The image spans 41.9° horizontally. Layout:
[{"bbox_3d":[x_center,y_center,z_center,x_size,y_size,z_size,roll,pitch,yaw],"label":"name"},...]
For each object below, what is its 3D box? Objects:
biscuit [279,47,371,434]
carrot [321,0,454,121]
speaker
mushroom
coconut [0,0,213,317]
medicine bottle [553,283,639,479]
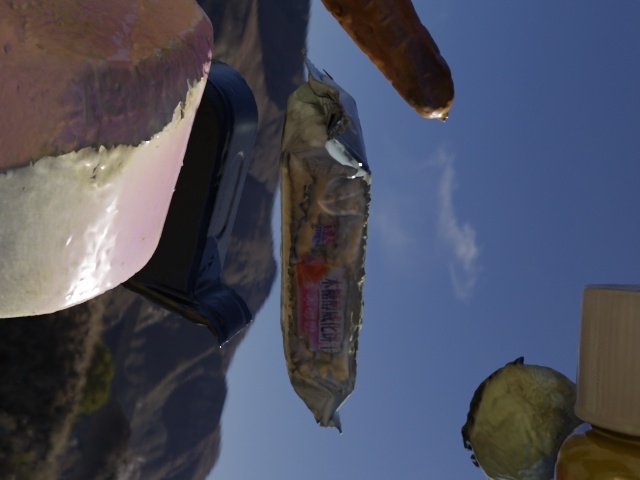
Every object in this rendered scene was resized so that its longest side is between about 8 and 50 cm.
[{"bbox_3d":[0.000,0.002,0.754,0.186,0.079,0.309,-101,-168,-64],"label":"biscuit"},{"bbox_3d":[0.019,-0.158,0.486,0.061,0.209,0.061,-32,-167,8],"label":"carrot"},{"bbox_3d":[-0.167,-0.064,1.240,0.180,0.184,0.388,-39,145,-70],"label":"speaker"},{"bbox_3d":[0.347,0.268,1.128,0.247,0.344,0.130,-45,-135,15],"label":"mushroom"},{"bbox_3d":[-0.202,-0.071,0.561,0.233,0.233,0.245,-87,-160,-47],"label":"coconut"},{"bbox_3d":[0.313,0.233,0.717,0.224,0.224,0.384,-178,-90,-78],"label":"medicine bottle"}]
